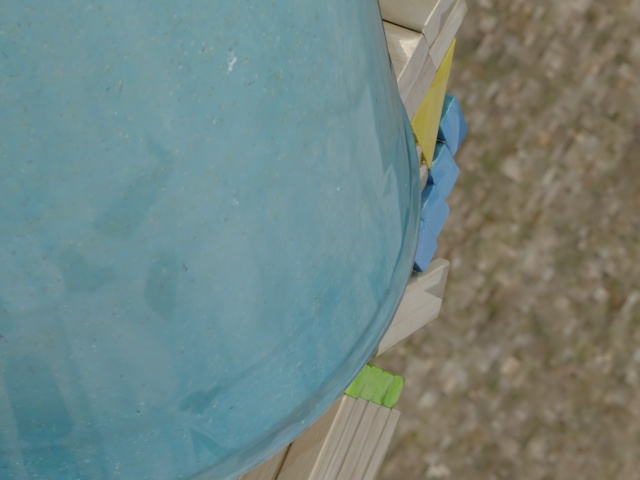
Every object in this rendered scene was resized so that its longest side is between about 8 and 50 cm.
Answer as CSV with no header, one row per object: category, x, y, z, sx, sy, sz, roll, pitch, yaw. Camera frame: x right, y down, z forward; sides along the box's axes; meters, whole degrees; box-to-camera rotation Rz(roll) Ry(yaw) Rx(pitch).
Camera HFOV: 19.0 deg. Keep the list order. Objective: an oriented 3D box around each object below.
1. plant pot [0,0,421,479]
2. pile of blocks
plant pot,-0.108,-0.083,0.617,0.271,0.272,0.255,-44,152,-22
pile of blocks,0.000,0.000,1.122,0.149,0.113,0.362,-23,130,-59
